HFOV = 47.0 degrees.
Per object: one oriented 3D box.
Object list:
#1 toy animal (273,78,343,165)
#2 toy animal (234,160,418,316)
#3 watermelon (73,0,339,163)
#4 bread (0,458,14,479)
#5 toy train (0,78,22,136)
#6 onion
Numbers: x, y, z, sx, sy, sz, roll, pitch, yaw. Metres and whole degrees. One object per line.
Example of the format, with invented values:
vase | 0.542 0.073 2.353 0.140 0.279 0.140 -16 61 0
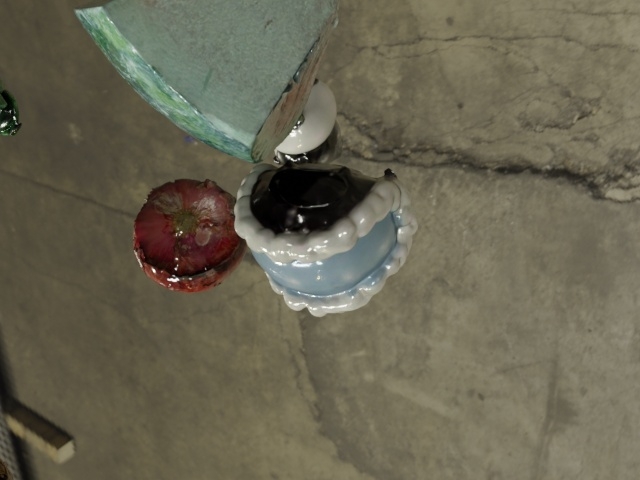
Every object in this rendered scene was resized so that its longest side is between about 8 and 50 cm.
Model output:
toy animal | -0.040 -0.274 1.703 0.165 0.187 0.235 9 161 13
toy animal | 0.000 0.000 0.908 0.208 0.156 0.204 9 147 23
watermelon | -0.087 -0.236 0.805 0.228 0.387 0.258 38 106 6
bread | -0.220 0.222 0.365 0.095 0.269 0.139 -23 141 25
toy train | -0.654 -0.224 1.283 0.266 0.145 0.202 -39 83 27
onion | -0.203 -0.001 1.140 0.184 0.184 0.147 50 152 5
